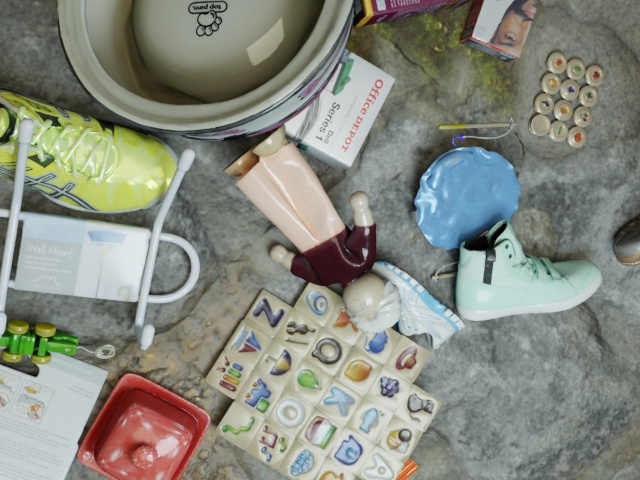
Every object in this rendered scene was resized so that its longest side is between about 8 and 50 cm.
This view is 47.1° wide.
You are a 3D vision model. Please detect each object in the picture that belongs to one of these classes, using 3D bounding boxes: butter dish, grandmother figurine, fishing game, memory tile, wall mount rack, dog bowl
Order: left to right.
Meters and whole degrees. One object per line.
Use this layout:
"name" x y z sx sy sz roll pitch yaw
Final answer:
"wall mount rack" -0.318 -0.007 1.014 0.350 0.130 0.304 8 103 -23
"butter dish" -0.260 0.305 1.089 0.160 0.118 0.160 32 86 -13
"dog bowl" -0.135 -0.318 0.991 0.408 0.150 0.408 -2 80 12
"grandmother figurine" 0.000 0.000 1.099 0.342 0.208 0.104 51 50 -11
"fishing game" 0.236 -0.065 1.206 0.189 0.041 0.264 -9 110 -13
"memory tile" 0.420 -0.239 1.255 0.113 0.012 0.148 16 91 -13

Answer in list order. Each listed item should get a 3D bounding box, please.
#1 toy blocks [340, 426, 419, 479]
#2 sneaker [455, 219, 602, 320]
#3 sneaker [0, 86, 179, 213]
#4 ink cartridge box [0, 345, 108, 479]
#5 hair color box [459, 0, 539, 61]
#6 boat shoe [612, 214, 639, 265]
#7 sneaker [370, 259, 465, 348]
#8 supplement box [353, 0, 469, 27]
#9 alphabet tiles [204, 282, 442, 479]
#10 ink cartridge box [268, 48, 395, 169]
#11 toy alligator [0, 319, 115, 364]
"toy blocks" 0.112 0.356 1.205 0.148 0.054 0.123 -43 100 -7
"sneaker" 0.344 0.036 1.195 0.256 0.094 0.151 -11 118 -9
"sneaker" -0.384 -0.123 1.021 0.385 0.147 0.145 12 89 -14
"ink cartridge box" -0.486 0.258 1.070 0.275 0.060 0.239 24 63 -12
"hair color box" 0.303 -0.389 1.200 0.093 0.053 0.167 19 91 -14
"boat shoe" 0.661 -0.017 1.269 0.324 0.123 0.116 -22 100 -8
"sneaker" 0.144 0.108 1.191 0.191 0.071 0.083 40 91 -11
"supplement box" 0.139 -0.408 1.149 0.188 0.081 0.104 -14 96 -11
"alphabet tiles" 0.006 0.239 1.165 0.342 0.011 0.285 32 83 -2
"ink cartridge box" -0.019 -0.227 1.120 0.219 0.092 0.160 27 88 -12
"toy alligator" -0.402 0.148 1.085 0.190 0.051 0.056 9 104 -22
